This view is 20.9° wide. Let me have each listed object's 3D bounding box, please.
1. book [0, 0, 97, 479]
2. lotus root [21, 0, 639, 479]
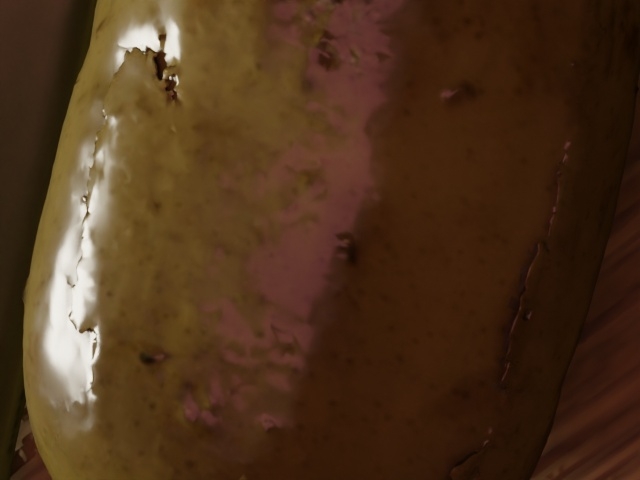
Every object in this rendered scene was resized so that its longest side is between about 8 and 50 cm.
[{"bbox_3d":[-0.207,-0.018,0.592,0.239,0.035,0.352,14,105,-2],"label":"book"},{"bbox_3d":[0.000,0.000,0.501,0.160,0.146,0.284,20,100,35],"label":"lotus root"}]
